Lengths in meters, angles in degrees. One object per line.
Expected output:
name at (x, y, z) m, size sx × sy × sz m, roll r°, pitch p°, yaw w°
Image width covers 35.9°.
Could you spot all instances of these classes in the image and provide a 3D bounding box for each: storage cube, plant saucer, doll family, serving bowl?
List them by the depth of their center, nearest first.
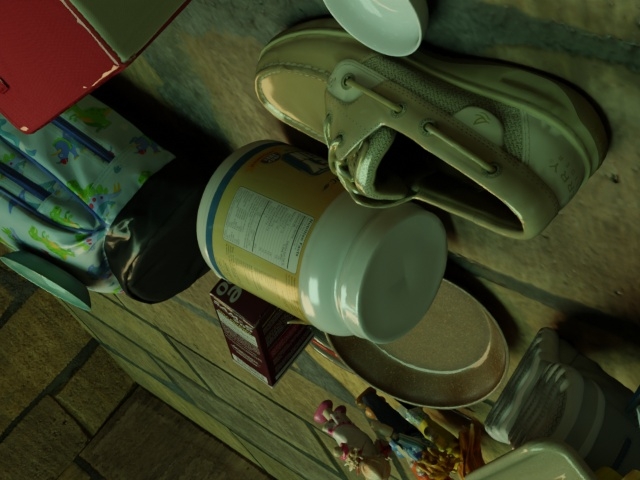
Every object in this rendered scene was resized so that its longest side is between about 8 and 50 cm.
storage cube at (-0.165, -0.212, 0.632) m, size 0.183 × 0.215 × 0.193 m, roll 46°, pitch 154°, yaw -19°
serving bowl at (0.038, -0.160, 0.640) m, size 0.083 × 0.027 × 0.083 m, roll 34°, pitch 162°, yaw 13°
plant saucer at (0.098, 0.091, 1.005) m, size 0.198 × 0.036 × 0.198 m, roll 15°, pitch 134°, yaw 16°
plant saucer at (-0.313, 0.042, 1.141) m, size 0.119 × 0.021 × 0.119 m, roll 27°, pitch 164°, yaw 9°
doll family at (0.125, 0.260, 1.268) m, size 0.263 × 0.118 × 0.163 m, roll 29°, pitch -172°, yaw -42°

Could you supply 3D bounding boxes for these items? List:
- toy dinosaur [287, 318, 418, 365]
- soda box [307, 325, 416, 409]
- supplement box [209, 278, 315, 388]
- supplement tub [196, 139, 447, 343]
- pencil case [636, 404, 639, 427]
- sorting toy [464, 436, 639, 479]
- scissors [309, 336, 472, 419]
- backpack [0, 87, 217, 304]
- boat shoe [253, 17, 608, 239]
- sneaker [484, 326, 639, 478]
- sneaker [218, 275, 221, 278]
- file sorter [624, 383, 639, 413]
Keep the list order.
toy dinosaur at (0.070, 0.086, 1.104) m, size 0.112 × 0.064 × 0.211 m, roll 49°, pitch 141°, yaw -8°
soda box at (0.067, 0.137, 1.231) m, size 0.169 × 0.053 × 0.060 m, roll 40°, pitch 162°, yaw 0°
supplement box at (-0.057, 0.082, 1.218) m, size 0.073 × 0.130 × 0.239 m, roll 34°, pitch 160°, yaw 16°
supplement tub at (0.000, 0.000, 0.898) m, size 0.199 × 0.144 × 0.144 m, roll 24°, pitch 156°, yaw 37°
pencil case at (0.302, 0.091, 0.476) m, size 0.273 × 0.124 × 0.113 m, roll 3°, pitch 128°, yaw 35°
sorting toy at (0.195, 0.211, 0.658) m, size 0.196 × 0.047 × 0.348 m, roll 49°, pitch 162°, yaw 12°
scissors at (0.091, 0.189, 1.368) m, size 0.297 × 0.021 × 0.109 m, roll 27°, pitch 156°, yaw 28°
backpack at (-0.306, -0.079, 1.188) m, size 0.355 × 0.273 × 0.290 m, roll 48°, pitch 170°, yaw 11°
boat shoe at (0.047, -0.078, 0.699) m, size 0.302 × 0.098 × 0.109 m, roll 23°, pitch 156°, yaw 39°
sneaker at (0.210, 0.151, 0.812) m, size 0.115 × 0.105 × 0.281 m, roll 30°, pitch -172°, yaw 3°
sneaker at (-0.079, 0.019, 1.248) m, size 0.051 × 0.070 × 0.134 m, roll 48°, pitch -164°, yaw 21°
file sorter at (0.302, 0.105, 0.638) m, size 0.170 × 0.104 × 0.118 m, roll 34°, pitch 160°, yaw 17°
